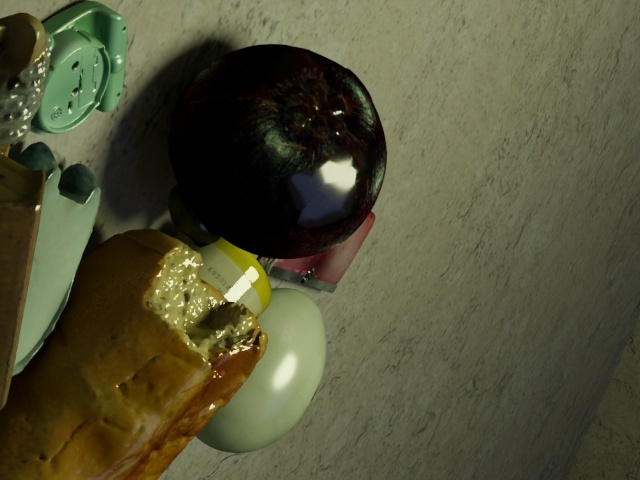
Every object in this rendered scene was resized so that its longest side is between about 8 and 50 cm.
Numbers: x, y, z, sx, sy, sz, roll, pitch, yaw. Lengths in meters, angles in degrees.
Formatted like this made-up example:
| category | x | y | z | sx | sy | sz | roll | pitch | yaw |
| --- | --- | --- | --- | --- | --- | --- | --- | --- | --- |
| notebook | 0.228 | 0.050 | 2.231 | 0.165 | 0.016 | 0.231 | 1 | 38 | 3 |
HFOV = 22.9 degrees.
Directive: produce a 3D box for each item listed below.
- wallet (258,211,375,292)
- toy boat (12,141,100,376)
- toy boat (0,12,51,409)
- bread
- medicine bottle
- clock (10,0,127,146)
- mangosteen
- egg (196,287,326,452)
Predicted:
| category | x | y | z | sx | sy | sz | roll | pitch | yaw |
| --- | --- | --- | --- | --- | --- | --- | --- | --- | --- |
| wallet | 0.000 | 0.000 | 1.937 | 0.119 | 0.025 | 0.232 | -60 | 159 | 4 |
| toy boat | -0.267 | 0.017 | 1.354 | 0.207 | 0.079 | 0.134 | -69 | 162 | -3 |
| toy boat | -0.283 | 0.033 | 1.197 | 0.136 | 0.162 | 0.445 | -31 | 146 | -53 |
| bread | -0.218 | 0.147 | 1.429 | 0.344 | 0.195 | 0.149 | -51 | 149 | -10 |
| medicine bottle | -0.157 | 0.091 | 1.593 | 0.212 | 0.122 | 0.122 | -47 | 156 | -24 |
| clock | -0.215 | -0.129 | 1.286 | 0.135 | 0.041 | 0.101 | -38 | 151 | -40 |
| mangosteen | -0.043 | -0.078 | 1.512 | 0.216 | 0.216 | 0.216 | -46 | 155 | -28 |
| egg | -0.073 | 0.146 | 1.803 | 0.209 | 0.151 | 0.151 | -52 | 157 | -19 |
